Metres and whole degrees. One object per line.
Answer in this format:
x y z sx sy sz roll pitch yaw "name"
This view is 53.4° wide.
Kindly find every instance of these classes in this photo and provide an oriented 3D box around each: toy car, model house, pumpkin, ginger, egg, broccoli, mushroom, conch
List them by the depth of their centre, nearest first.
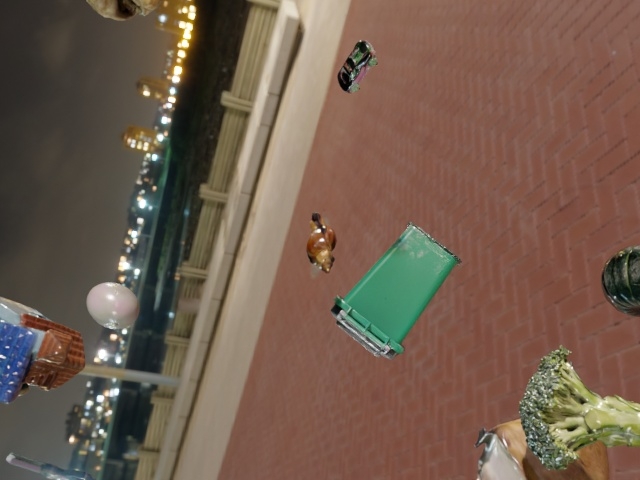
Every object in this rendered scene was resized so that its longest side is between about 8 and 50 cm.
-0.341 -0.538 1.203 0.130 0.222 0.275 47 -155 -58 "ginger"
0.604 0.408 1.351 0.251 0.362 0.221 -62 -19 -7 "broccoli"
-0.485 0.151 1.487 0.103 0.135 0.103 -44 -33 -38 "egg"
0.806 0.101 1.564 0.220 0.221 0.161 137 153 -65 "pumpkin"
-0.721 0.296 1.567 0.295 0.330 0.251 43 -118 -57 "model house"
0.621 0.590 1.593 0.313 0.398 0.224 56 145 43 "mushroom"
0.087 -0.437 1.606 0.142 0.055 0.069 -53 54 36 "toy car"
0.002 -0.002 1.812 0.080 0.086 0.232 71 -161 -57 "conch"

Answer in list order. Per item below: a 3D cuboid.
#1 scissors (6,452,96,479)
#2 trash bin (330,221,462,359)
-0.741 0.640 1.763 0.125 0.256 0.030 115 173 -52 "scissors"
0.226 0.149 1.921 0.381 0.259 0.295 -53 -8 -1 "trash bin"
